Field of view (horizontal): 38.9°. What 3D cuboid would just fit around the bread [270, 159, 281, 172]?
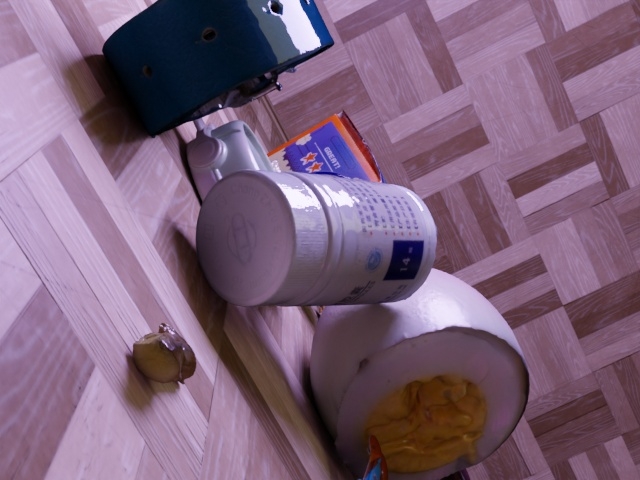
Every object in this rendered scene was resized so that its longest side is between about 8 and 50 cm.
[{"bbox_3d":[-0.109,-0.093,1.715,0.153,0.028,0.068,-33,-97,55],"label":"bread"}]

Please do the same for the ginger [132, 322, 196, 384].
[{"bbox_3d":[-0.149,0.112,0.879,0.057,0.044,0.137,35,-4,7],"label":"ginger"}]

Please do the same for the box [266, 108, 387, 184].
[{"bbox_3d":[0.056,-0.055,2.168,0.349,0.256,0.319,59,4,-40],"label":"box"}]

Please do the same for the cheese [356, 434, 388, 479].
[{"bbox_3d":[0.067,0.386,1.348,0.256,0.037,0.106,-59,133,-64],"label":"cheese"}]

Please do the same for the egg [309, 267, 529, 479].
[{"bbox_3d":[0.145,0.194,1.591,0.355,0.354,0.340,60,3,-33],"label":"egg"}]

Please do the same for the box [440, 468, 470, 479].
[{"bbox_3d":[0.197,0.478,1.700,0.193,0.167,0.294,60,7,-17],"label":"box"}]

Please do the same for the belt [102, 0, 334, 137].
[{"bbox_3d":[-0.144,-0.281,1.316,0.173,0.300,0.436,64,8,-5],"label":"belt"}]

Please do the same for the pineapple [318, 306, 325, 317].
[{"bbox_3d":[0.063,0.224,2.046,0.225,0.076,0.225,-25,90,-85],"label":"pineapple"}]

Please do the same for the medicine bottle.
[{"bbox_3d":[0.000,0.000,1.308,0.332,0.190,0.190,2,56,-48],"label":"medicine bottle"}]

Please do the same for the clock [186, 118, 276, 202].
[{"bbox_3d":[-0.126,-0.080,1.537,0.324,0.108,0.265,64,7,8],"label":"clock"}]

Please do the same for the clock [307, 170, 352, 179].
[{"bbox_3d":[0.006,-0.028,1.857,0.230,0.230,0.083,63,6,-8],"label":"clock"}]
